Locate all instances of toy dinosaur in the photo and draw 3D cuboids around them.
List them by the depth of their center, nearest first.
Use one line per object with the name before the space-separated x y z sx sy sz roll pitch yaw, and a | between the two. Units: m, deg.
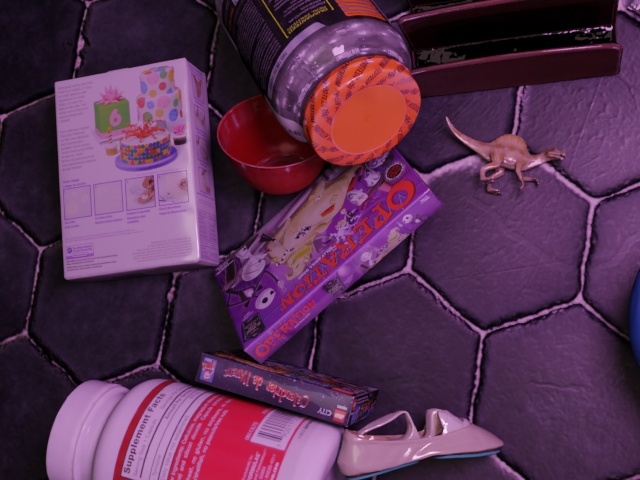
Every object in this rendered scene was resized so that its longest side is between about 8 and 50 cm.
toy dinosaur | 0.265 -0.120 1.314 0.183 0.053 0.093 15 73 10

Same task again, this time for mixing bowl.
mixing bowl | -0.061 -0.136 1.358 0.181 0.098 0.182 -4 46 4

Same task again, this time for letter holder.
letter holder | 0.261 -0.316 1.242 0.301 0.214 0.152 -5 83 15

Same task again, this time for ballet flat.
ballet flat | 0.141 0.273 1.232 0.248 0.086 0.086 -5 81 -20

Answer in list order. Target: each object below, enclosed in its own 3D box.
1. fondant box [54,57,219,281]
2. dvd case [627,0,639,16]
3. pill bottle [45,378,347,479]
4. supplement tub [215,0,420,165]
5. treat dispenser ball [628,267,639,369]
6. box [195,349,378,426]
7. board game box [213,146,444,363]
fondant box | -0.299 -0.109 1.441 0.238 0.096 0.331 -7 83 15
dvd case | 0.519 -0.338 1.276 0.119 0.013 0.087 39 95 17
pill bottle | -0.177 0.332 1.288 0.407 0.229 0.229 11 87 17
supplement tub | -0.005 -0.277 1.267 0.207 0.207 0.338 -36 53 9
treat dispenser ball | 0.527 0.099 1.082 0.288 0.288 0.288 -2 83 16
box | -0.045 0.212 1.299 0.233 0.159 0.044 14 88 16
board game box | 0.000 0.000 1.310 0.347 0.056 0.208 -42 41 8
